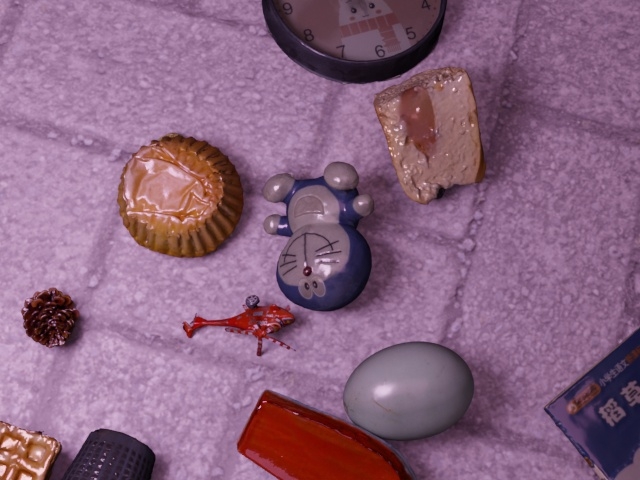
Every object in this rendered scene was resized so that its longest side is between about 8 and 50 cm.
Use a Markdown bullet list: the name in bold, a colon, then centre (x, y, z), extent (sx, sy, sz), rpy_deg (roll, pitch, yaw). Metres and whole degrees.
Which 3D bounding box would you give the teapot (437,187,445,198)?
- **teapot**: centre (0.240, -0.135, 1.885), extent (0.042, 0.043, 0.111), rpy_deg (29, 68, 4)

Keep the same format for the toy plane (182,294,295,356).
- **toy plane**: centre (-0.142, 0.153, 1.748), extent (0.194, 0.126, 0.077), rpy_deg (-18, 35, 24)

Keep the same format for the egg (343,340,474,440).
- **egg**: centre (0.153, 0.262, 1.683), extent (0.230, 0.168, 0.168), rpy_deg (-10, 74, -3)

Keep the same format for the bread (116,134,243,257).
- **bread**: centre (-0.255, -0.084, 1.768), extent (0.239, 0.139, 0.240), rpy_deg (1, 79, -7)

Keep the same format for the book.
- **book**: centre (0.650, 0.381, 1.757), extent (0.300, 0.039, 0.428), rpy_deg (-37, 79, -14)

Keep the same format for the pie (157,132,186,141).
- **pie**: centre (-0.282, -0.166, 1.856), extent (0.084, 0.021, 0.084), rpy_deg (0, 79, -2)

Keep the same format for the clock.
- **clock**: centre (0.071, -0.504, 1.964), extent (0.386, 0.076, 0.386), rpy_deg (1, 73, -5)

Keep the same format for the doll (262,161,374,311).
- **doll**: centre (0.000, 0.000, 1.764), extent (0.228, 0.154, 0.259), rpy_deg (-10, 62, 26)

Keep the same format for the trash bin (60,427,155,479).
- **trash bin**: centre (-0.356, 0.406, 1.607), extent (0.175, 0.175, 0.161), rpy_deg (19, 59, 1)

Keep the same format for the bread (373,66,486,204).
- **bread**: centre (0.207, -0.217, 1.866), extent (0.183, 0.211, 0.224), rpy_deg (-19, 112, 1)

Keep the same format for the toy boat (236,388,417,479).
- **toy boat**: centre (0.027, 0.375, 1.650), extent (0.331, 0.133, 0.145), rpy_deg (27, 93, 6)

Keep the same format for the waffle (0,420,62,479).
- **waffle**: centre (-0.599, 0.372, 1.568), extent (0.307, 0.091, 0.213), rpy_deg (20, 69, -2)

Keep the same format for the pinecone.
- **pinecone**: centre (-0.472, 0.143, 1.704), extent (0.102, 0.102, 0.109), rpy_deg (-22, 46, -11)
